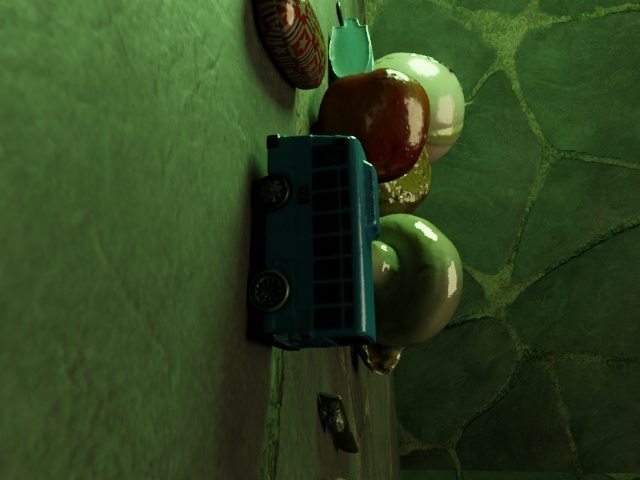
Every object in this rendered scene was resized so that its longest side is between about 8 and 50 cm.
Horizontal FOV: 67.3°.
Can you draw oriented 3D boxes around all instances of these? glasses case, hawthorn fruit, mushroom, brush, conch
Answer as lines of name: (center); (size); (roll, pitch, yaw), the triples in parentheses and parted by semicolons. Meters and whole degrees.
glasses case: (-0.023, -0.223, 0.540); (0.194, 0.049, 0.073); (0, 87, -80)
hawthorn fruit: (0.082, -0.159, 0.748); (0.179, 0.178, 0.201); (50, 39, -73)
mushroom: (0.107, 0.061, 0.823); (0.243, 0.243, 0.244); (-4, 90, -80)
brush: (0.027, 0.272, 0.685); (0.191, 0.034, 0.028); (76, 24, -46)
conch: (0.139, 0.220, 1.066); (0.207, 0.129, 0.156); (8, 64, -65)

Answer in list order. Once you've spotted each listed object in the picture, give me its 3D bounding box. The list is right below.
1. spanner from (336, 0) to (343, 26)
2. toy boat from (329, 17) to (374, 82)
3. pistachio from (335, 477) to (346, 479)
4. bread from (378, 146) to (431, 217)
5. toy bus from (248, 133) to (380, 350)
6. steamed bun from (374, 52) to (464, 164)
spanner: (0.061, -0.562, 1.258); (0.208, 0.012, 0.046); (23, 63, -78)
toy boat: (0.067, -0.351, 0.994); (0.102, 0.088, 0.215); (74, 14, -63)
pistachio: (0.053, 0.361, 0.604); (0.126, 0.108, 0.186); (64, 1, 41)
bread: (0.134, -0.155, 1.033); (0.229, 0.123, 0.230); (11, 73, -38)
toy bus: (0.000, 0.000, 0.428); (0.090, 0.106, 0.185); (52, 35, -68)
steamed bun: (0.197, -0.289, 1.211); (0.309, 0.309, 0.310); (-4, 90, -80)
